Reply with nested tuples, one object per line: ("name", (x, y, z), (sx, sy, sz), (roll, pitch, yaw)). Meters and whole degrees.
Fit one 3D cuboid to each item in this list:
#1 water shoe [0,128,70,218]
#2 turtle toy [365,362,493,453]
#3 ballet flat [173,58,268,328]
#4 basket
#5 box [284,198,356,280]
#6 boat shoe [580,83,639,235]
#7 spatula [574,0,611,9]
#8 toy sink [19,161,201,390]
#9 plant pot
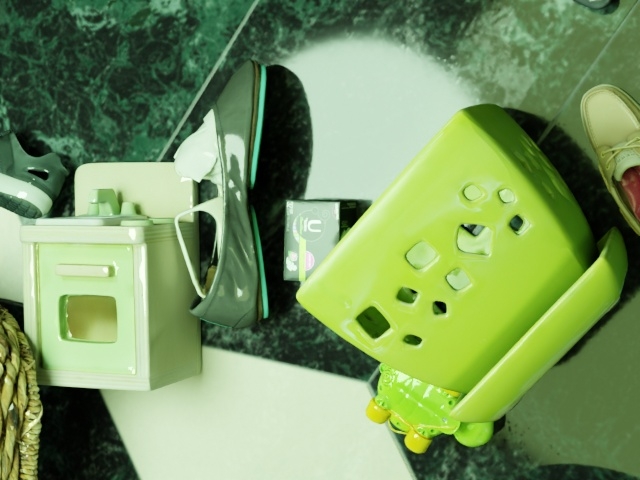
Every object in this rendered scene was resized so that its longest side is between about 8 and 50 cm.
("water shoe", (-0.370, -0.089, 1.401), (0.203, 0.073, 0.080), (25, 68, 25))
("turtle toy", (0.113, 0.160, 1.218), (0.130, 0.066, 0.095), (35, 107, 15))
("ballet flat", (-0.102, -0.047, 1.265), (0.096, 0.095, 0.280), (-1, 93, -9))
("basket", (-0.401, 0.162, 1.331), (0.299, 0.223, 0.213), (14, 68, 53))
("box", (0.000, 0.000, 1.260), (0.062, 0.052, 0.083), (2, 93, 22))
("boat shoe", (0.291, -0.070, 1.138), (0.063, 0.059, 0.170), (-30, 83, 20))
("spatula", (0.154, -0.299, 1.193), (0.296, 0.030, 0.084), (31, 101, 17))
("toy sink", (-0.223, 0.033, 1.306), (0.153, 0.131, 0.234), (2, 94, 21))
("plant pot", (0.147, 0.025, 1.119), (0.207, 0.228, 0.227), (43, 107, 6))
